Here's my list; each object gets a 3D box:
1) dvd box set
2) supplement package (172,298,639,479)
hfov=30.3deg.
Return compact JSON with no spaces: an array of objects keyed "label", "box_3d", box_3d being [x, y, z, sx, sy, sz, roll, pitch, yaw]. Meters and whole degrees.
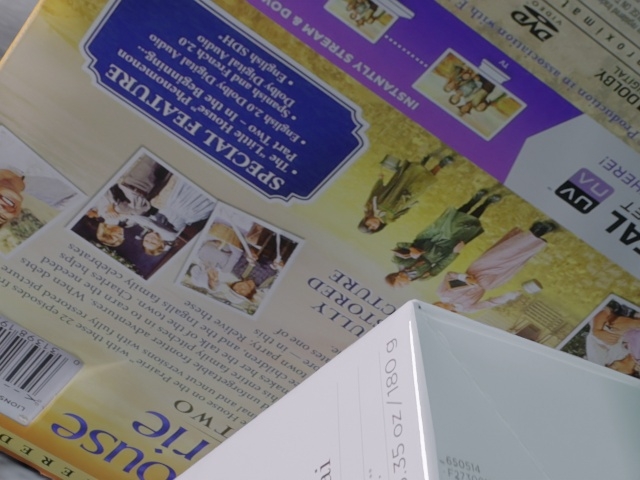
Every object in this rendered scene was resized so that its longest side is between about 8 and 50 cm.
[{"label":"dvd box set","box_3d":[0.000,0.000,0.508,0.307,0.420,0.062,33,40,-16]},{"label":"supplement package","box_3d":[0.020,0.185,0.476,0.175,0.293,0.178,20,48,-30]}]
